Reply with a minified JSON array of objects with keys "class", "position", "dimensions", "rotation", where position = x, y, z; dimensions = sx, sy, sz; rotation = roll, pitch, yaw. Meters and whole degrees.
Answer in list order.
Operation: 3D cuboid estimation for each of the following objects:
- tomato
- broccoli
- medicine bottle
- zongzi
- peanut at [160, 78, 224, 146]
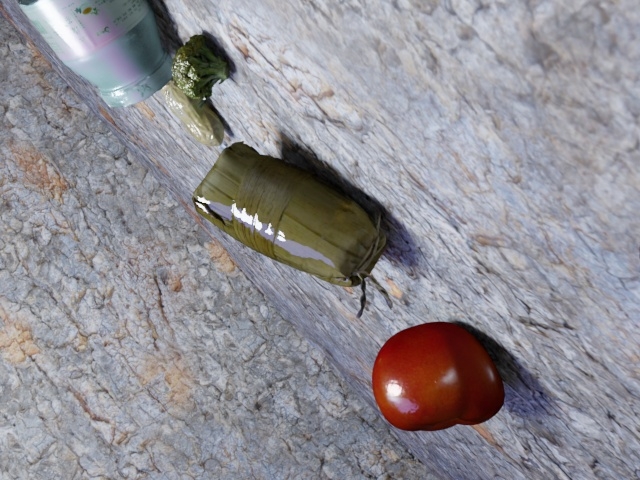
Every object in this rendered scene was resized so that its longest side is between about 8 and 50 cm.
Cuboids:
[{"class":"tomato","position":[0.253,0.303,1.300],"dimensions":[0.298,0.298,0.226],"rotation":[90,175,-67]},{"class":"broccoli","position":[-0.256,-0.364,1.237],"dimensions":[0.120,0.131,0.130],"rotation":[1,149,7]},{"class":"medicine bottle","position":[-0.485,-0.474,1.318],"dimensions":[0.245,0.245,0.290],"rotation":[30,159,45]},{"class":"zongzi","position":[0.011,-0.020,1.378],"dimensions":[0.500,0.218,0.467],"rotation":[28,-176,19]},{"class":"peanut","position":[-0.328,-0.335,1.514],"dimensions":[0.098,0.090,0.214],"rotation":[1,136,54]}]
